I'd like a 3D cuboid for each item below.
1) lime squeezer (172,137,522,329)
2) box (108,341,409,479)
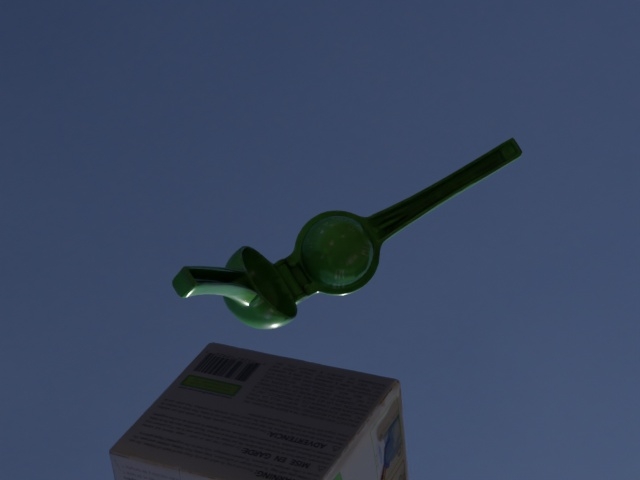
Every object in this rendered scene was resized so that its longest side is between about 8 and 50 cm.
[{"bbox_3d":[0.000,0.000,1.144,0.310,0.110,0.059,-21,-122,-43],"label":"lime squeezer"},{"bbox_3d":[-0.021,0.170,0.919,0.103,0.114,0.203,-48,-40,-48],"label":"box"}]
